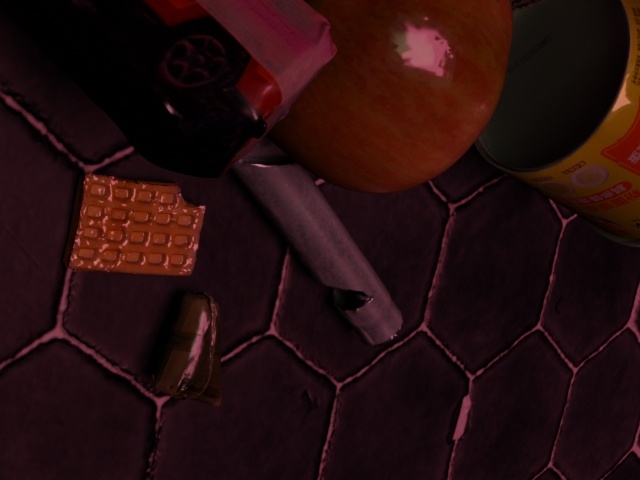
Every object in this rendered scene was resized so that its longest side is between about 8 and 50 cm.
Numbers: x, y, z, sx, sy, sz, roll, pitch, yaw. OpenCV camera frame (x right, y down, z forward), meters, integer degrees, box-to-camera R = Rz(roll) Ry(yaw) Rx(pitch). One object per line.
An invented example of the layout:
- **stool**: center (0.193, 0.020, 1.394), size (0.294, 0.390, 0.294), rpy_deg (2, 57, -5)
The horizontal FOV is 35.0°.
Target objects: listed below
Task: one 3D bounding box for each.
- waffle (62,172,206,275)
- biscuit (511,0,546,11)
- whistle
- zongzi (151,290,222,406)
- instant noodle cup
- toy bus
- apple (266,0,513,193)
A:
- **waffle**: center (-0.164, -0.013, 0.922), size (0.135, 0.021, 0.092), rpy_deg (2, 103, -44)
- **biscuit**: center (0.223, -0.311, 1.035), size (0.046, 0.250, 0.147), rpy_deg (18, 90, -13)
- **whistle**: center (0.000, 0.000, 1.054), size (0.062, 0.062, 0.312), rpy_deg (-50, 132, -18)
- **zongzi**: center (-0.111, 0.109, 1.003), size (0.113, 0.052, 0.104), rpy_deg (32, 76, -58)
- **instant noodle cup**: center (0.325, -0.157, 1.156), size (0.221, 0.311, 0.311), rpy_deg (14, 95, -35)
- **toy bus**: center (-0.138, -0.185, 0.730), size (0.303, 0.127, 0.147), rpy_deg (47, 60, -1)
- **apple**: center (0.034, -0.180, 0.891), size (0.264, 0.264, 0.264), rpy_deg (-17, 115, -39)
